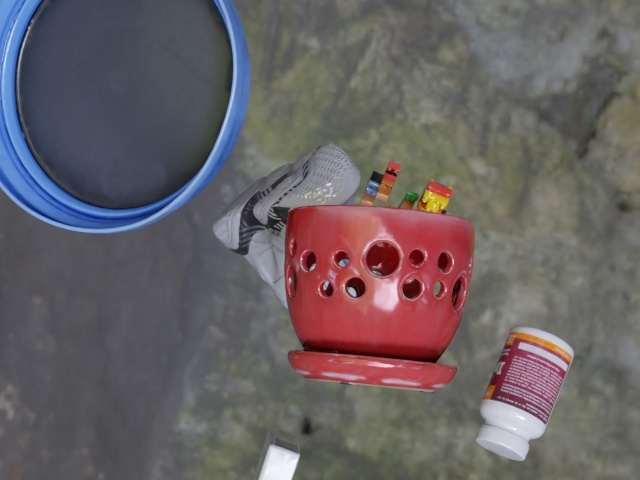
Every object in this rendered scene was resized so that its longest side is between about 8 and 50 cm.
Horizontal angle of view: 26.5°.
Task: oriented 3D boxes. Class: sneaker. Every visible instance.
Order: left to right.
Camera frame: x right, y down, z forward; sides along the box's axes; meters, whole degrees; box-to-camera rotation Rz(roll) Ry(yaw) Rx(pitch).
[{"bbox_3d":[0.000,0.000,1.842,0.137,0.210,0.366,-47,-168,-23],"label":"sneaker"}]

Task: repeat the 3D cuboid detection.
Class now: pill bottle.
[{"bbox_3d":[0.248,0.189,1.678,0.086,0.086,0.152,70,43,-68],"label":"pill bottle"}]

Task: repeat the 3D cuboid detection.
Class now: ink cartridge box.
[{"bbox_3d":[-0.082,0.358,1.736,0.223,0.045,0.224,139,-29,-88],"label":"ink cartridge box"}]

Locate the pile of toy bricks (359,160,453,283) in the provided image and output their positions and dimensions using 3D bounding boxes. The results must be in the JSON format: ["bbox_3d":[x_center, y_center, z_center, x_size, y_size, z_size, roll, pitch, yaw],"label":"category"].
[{"bbox_3d":[0.098,-0.008,1.770,0.212,0.118,0.105,110,2,-67],"label":"pile of toy bricks"}]

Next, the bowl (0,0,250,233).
[{"bbox_3d":[-0.264,-0.203,1.712,0.077,0.391,0.391,-2,105,-67],"label":"bowl"}]

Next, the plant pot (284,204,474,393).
[{"bbox_3d":[0.053,0.059,1.360,0.191,0.191,0.174,29,67,-77],"label":"plant pot"}]
